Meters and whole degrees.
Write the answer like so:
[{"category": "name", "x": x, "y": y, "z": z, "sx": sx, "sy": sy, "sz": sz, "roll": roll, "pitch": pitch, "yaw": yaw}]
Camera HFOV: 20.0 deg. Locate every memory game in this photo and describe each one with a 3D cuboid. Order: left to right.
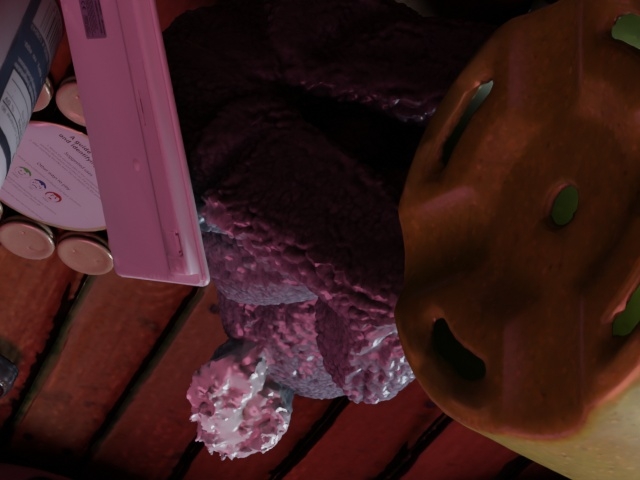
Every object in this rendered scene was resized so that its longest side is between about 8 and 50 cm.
[{"category": "memory game", "x": -0.154, "y": -0.041, "z": 1.051, "sx": 0.186, "sy": 0.012, "sz": 0.186, "roll": 10, "pitch": 143, "yaw": 7}]

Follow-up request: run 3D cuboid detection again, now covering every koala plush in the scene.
[{"category": "koala plush", "x": 0.000, "y": 0.000, "z": 0.916, "sx": 0.203, "sy": 0.196, "sz": 0.221, "roll": 26, "pitch": 148, "yaw": 15}]

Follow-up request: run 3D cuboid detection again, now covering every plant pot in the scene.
[{"category": "plant pot", "x": 0.178, "y": 0.020, "z": 0.738, "sx": 0.254, "sy": 0.276, "sz": 0.276, "roll": 19, "pitch": 147, "yaw": -34}]

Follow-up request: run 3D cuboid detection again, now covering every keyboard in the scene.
[{"category": "keyboard", "x": -0.095, "y": -0.104, "z": 0.801, "sx": 0.072, "sy": 0.014, "sz": 0.256, "roll": 8, "pitch": 111, "yaw": 55}]

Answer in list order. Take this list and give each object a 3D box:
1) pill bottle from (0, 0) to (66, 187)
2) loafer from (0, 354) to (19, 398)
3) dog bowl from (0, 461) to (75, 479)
[{"category": "pill bottle", "x": -0.197, "y": -0.068, "z": 0.885, "sx": 0.108, "sy": 0.180, "sz": 0.108, "roll": 10, "pitch": 144, "yaw": 7}, {"category": "loafer", "x": -0.274, "y": 0.119, "z": 1.266, "sx": 0.170, "sy": 0.061, "sz": 0.062, "roll": -24, "pitch": 128, "yaw": 41}, {"category": "dog bowl", "x": -0.224, "y": 0.329, "z": 1.410, "sx": 0.408, "sy": 0.150, "sz": 0.408, "roll": 13, "pitch": 139, "yaw": 11}]
